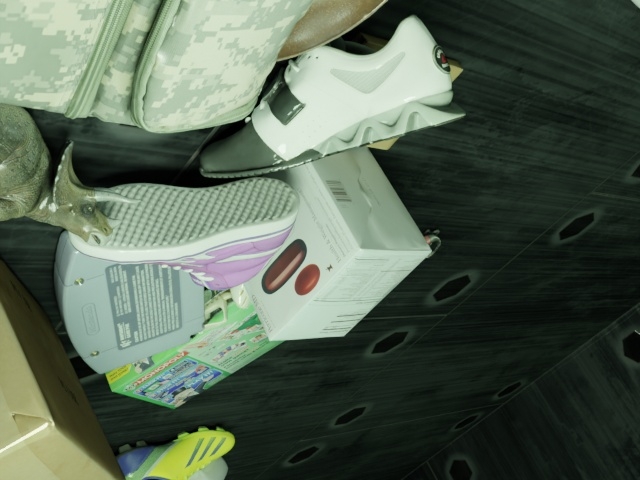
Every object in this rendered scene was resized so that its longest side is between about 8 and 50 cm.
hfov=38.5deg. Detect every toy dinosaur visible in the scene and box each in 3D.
[{"bbox_3d":[-0.331,-0.082,0.895,0.160,0.121,0.313,-44,144,-5],"label":"toy dinosaur"}]

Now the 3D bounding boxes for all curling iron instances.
[{"bbox_3d":[0.092,0.047,1.608,0.274,0.035,0.068,-23,154,-13],"label":"curling iron"}]

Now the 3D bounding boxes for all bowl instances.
[{"bbox_3d":[-0.279,0.501,1.968,0.142,0.053,0.142,-8,-167,12],"label":"bowl"}]

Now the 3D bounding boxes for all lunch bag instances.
[{"bbox_3d":[-0.107,-0.231,0.648,0.256,0.212,0.305,7,137,-30],"label":"lunch bag"}]

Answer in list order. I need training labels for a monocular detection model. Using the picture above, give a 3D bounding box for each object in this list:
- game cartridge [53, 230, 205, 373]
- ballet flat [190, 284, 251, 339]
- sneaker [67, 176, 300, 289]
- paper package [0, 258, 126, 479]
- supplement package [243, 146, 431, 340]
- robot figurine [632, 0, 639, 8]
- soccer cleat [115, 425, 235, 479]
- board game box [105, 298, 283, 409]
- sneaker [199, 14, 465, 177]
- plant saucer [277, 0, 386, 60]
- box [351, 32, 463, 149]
[{"bbox_3d":[-0.256,0.067,1.246,0.198,0.062,0.297,-15,145,-18],"label":"game cartridge"},{"bbox_3d":[-0.146,0.092,1.419,0.188,0.070,0.070,-34,154,11],"label":"ballet flat"},{"bbox_3d":[-0.169,0.014,1.110,0.282,0.102,0.161,-4,144,-28],"label":"sneaker"},{"bbox_3d":[-0.383,0.174,1.047,0.168,0.309,0.325,-29,155,-10],"label":"paper package"},{"bbox_3d":[0.000,0.000,1.247,0.149,0.194,0.203,2,140,-46],"label":"supplement package"},{"bbox_3d":[0.469,-0.377,1.053,0.278,0.209,0.173,-45,163,30],"label":"robot figurine"},{"bbox_3d":[-0.293,0.460,1.876,0.289,0.121,0.093,-4,145,-41],"label":"soccer cleat"},{"bbox_3d":[-0.179,0.176,1.560,0.317,0.046,0.213,-32,153,7],"label":"board game box"},{"bbox_3d":[-0.007,-0.164,1.060,0.330,0.146,0.122,-15,-173,24],"label":"sneaker"},{"bbox_3d":[-0.024,-0.293,0.857,0.310,0.050,0.310,-22,154,-12],"label":"plant saucer"},{"bbox_3d":[0.069,-0.185,1.180,0.201,0.021,0.164,2,141,-48],"label":"box"}]
